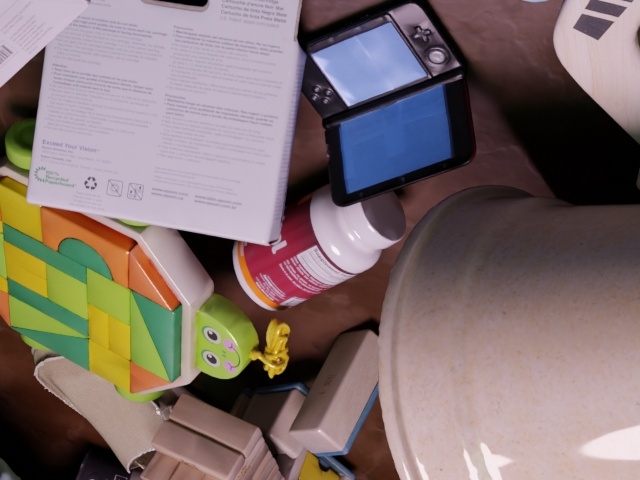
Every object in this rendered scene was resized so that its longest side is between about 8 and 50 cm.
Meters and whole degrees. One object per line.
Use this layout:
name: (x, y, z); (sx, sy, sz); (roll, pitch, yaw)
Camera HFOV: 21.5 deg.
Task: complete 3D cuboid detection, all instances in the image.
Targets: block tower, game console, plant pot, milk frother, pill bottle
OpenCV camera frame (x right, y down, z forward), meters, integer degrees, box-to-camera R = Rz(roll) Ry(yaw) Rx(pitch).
block tower: (-0.085, 0.275, 1.706); (0.097, 0.091, 0.335); (22, 157, 25)
game console: (0.046, -0.114, 1.403); (0.144, 0.085, 0.124); (-19, 125, 30)
plant pot: (0.268, 0.098, 1.304); (0.305, 0.334, 0.334); (-11, 130, 42)
milk frother: (-0.215, 0.311, 1.897); (0.134, 0.129, 0.143); (18, 178, -1)
pill bottle: (0.000, 0.000, 1.527); (0.152, 0.086, 0.086); (-28, 120, 34)

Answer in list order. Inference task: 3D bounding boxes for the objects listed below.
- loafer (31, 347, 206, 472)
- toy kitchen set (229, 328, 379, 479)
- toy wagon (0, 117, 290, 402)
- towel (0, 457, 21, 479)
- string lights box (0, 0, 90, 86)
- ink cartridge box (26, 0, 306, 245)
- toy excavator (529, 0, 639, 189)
loafer: (-0.188, 0.185, 1.755); (0.268, 0.092, 0.102); (35, 132, -17)
toy kitchen set: (0.018, 0.195, 1.715); (0.166, 0.122, 0.207); (42, 150, -24)
toy wagon: (-0.187, 0.043, 1.577); (0.344, 0.068, 0.267); (27, 139, 20)
towel: (-0.364, 0.349, 1.878); (0.374, 0.090, 0.320); (5, 139, 50)
string lights box: (-0.195, -0.235, 1.233); (0.077, 0.260, 0.133); (39, 131, -21)
ink cartridge box: (-0.128, -0.124, 1.424); (0.223, 0.045, 0.224); (11, 99, 11)
toy excavator: (0.211, -0.229, 1.193); (0.433, 0.222, 0.445); (22, 149, -7)
